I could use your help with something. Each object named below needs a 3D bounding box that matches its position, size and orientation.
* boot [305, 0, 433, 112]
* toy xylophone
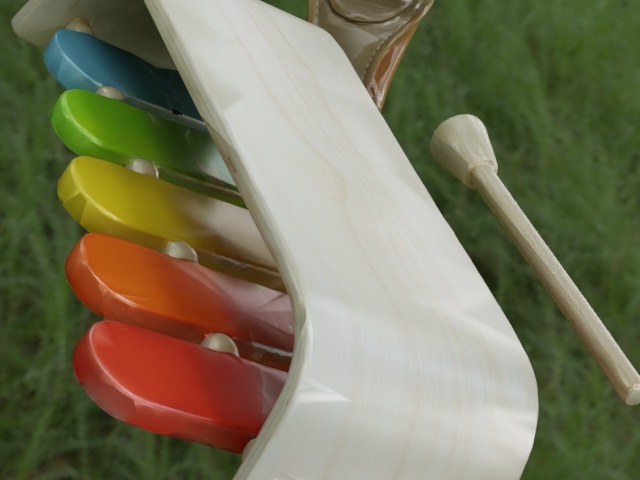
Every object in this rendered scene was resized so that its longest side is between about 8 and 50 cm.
[{"bbox_3d":[0.006,-0.097,1.115,0.073,0.152,0.197,21,66,-5],"label":"boot"},{"bbox_3d":[0.000,0.000,0.742,0.236,0.081,0.323,24,27,-31],"label":"toy xylophone"}]
